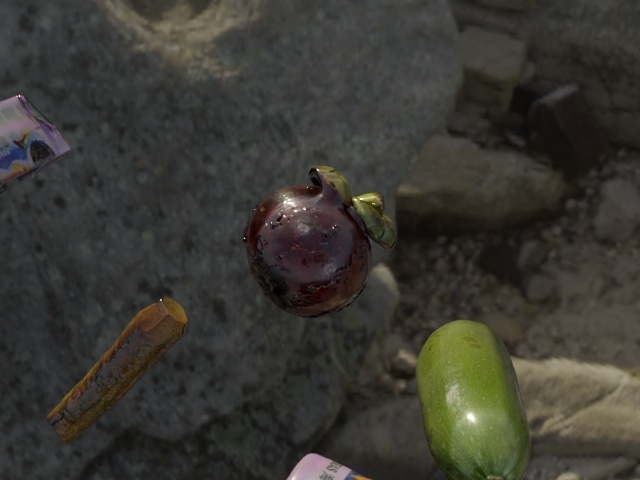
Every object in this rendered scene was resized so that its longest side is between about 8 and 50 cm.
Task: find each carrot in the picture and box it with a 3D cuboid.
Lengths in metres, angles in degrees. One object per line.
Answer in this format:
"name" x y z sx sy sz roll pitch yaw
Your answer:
"carrot" -0.279 0.179 1.627 0.260 0.070 0.070 -45 62 20

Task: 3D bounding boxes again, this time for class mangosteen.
"mangosteen" 0.000 0.000 1.375 0.180 0.166 0.166 -40 66 -9

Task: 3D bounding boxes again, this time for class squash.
"squash" 0.125 0.123 1.026 0.095 0.094 0.341 1 15 4

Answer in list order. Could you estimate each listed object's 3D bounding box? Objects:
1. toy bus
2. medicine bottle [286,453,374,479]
"toy bus" -0.426 -0.103 1.494 0.090 0.274 0.112 -30 96 24
"medicine bottle" 0.079 0.358 1.240 0.291 0.178 0.178 23 63 11
